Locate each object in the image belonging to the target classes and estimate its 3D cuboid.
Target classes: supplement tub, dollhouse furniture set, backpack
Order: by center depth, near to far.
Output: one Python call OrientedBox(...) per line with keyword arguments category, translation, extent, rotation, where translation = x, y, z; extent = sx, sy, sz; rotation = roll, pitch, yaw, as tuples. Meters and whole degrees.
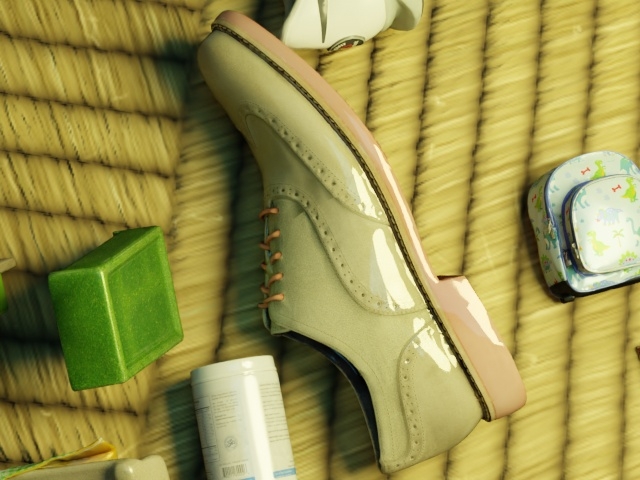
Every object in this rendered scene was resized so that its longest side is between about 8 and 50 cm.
OrientedBox(category="dollhouse furniture set", translation=(-0.205, 0.160, 0.961), extent=(0.197, 0.151, 0.302), rotation=(-9, 98, 10))
OrientedBox(category="supplement tub", translation=(-0.061, 0.149, 0.983), extent=(0.071, 0.071, 0.107), rotation=(-8, 80, -11))
OrientedBox(category="backpack", translation=(0.236, -0.017, 1.058), extent=(0.105, 0.084, 0.114), rotation=(-13, 79, -14))

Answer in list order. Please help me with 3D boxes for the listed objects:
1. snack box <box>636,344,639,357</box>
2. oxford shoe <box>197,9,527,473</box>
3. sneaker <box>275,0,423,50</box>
OrientedBox(category="snack box", translation=(0.367, 0.095, 1.088), extent=(0.178, 0.022, 0.064), rotation=(-17, 81, -12))
OrientedBox(category="oxford shoe", translation=(0.000, 0.000, 0.991), extent=(0.146, 0.140, 0.397), rotation=(-33, 84, -7))
OrientedBox(category="sneaker", translation=(-0.039, -0.315, 1.052), extent=(0.146, 0.122, 0.331), rotation=(-19, 82, -14))
